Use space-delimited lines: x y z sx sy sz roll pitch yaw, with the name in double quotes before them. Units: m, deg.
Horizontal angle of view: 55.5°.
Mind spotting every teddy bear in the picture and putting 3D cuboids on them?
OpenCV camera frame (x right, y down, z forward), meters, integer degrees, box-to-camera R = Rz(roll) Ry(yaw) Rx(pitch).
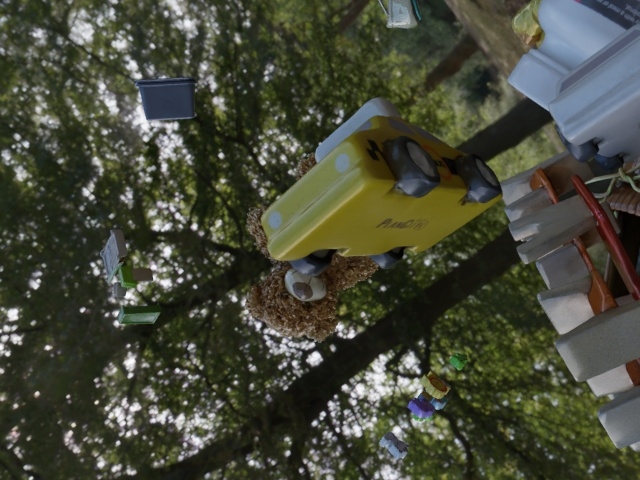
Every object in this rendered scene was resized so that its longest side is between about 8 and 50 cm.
"teddy bear" 0.000 0.000 1.039 0.245 0.113 0.338 50 -124 -15

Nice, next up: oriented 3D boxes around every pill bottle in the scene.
"pill bottle" 0.362 -0.279 0.680 0.176 0.318 0.176 28 -157 -13

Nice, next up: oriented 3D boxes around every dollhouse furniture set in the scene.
"dollhouse furniture set" -0.301 0.057 0.967 0.059 0.076 0.151 1 -128 -36
"dollhouse furniture set" 0.285 0.057 0.540 0.259 0.135 0.262 54 -158 -22

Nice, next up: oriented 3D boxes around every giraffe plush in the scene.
"giraffe plush" 0.432 -0.362 1.039 0.210 0.182 0.170 76 -162 -59

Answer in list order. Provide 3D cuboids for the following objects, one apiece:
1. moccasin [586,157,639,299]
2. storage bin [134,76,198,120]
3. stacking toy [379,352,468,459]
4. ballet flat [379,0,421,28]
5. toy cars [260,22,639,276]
"moccasin" 0.459 -0.044 0.857 0.147 0.379 0.139 4 -171 -14
"storage bin" -0.340 -0.318 1.363 0.098 0.135 0.091 -115 22 -72
"stacking toy" 0.212 0.312 1.166 0.052 0.166 0.221 37 -160 23
"ballet flat" 0.130 -0.529 1.163 0.086 0.086 0.248 -60 -42 -70
"toy cars" 0.131 -0.078 0.423 0.087 0.394 0.176 63 164 17
